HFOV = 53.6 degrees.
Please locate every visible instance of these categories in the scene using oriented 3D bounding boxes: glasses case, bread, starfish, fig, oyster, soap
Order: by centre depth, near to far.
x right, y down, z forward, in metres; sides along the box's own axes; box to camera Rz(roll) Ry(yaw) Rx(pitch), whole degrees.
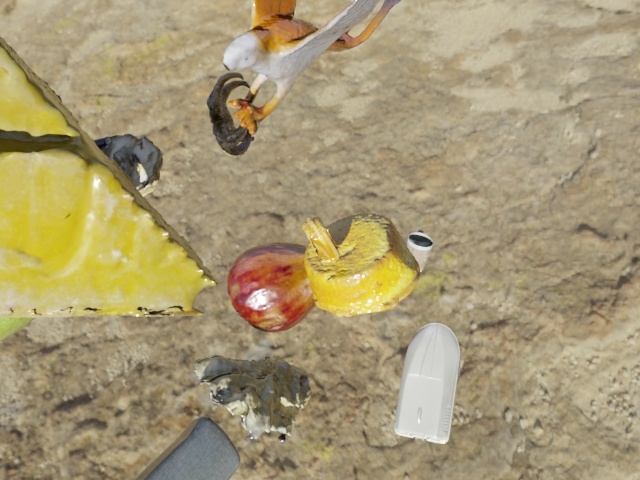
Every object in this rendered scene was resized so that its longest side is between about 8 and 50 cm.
[{"bbox_3d":[-0.236,-0.080,0.661,0.339,0.304,0.169,4,21,-38],"label":"soap"},{"bbox_3d":[-0.064,0.164,0.707,0.133,0.209,0.072,37,86,35],"label":"oyster"},{"bbox_3d":[-0.406,-0.084,1.019,0.345,0.078,0.128,-15,73,12],"label":"oyster"},{"bbox_3d":[-0.160,-0.227,1.156,0.074,0.190,0.146,-9,85,0],"label":"starfish"},{"bbox_3d":[-0.284,0.475,1.172,0.074,0.131,0.323,-26,12,45],"label":"glasses case"},{"bbox_3d":[0.000,0.000,1.283,0.044,0.110,0.083,-31,39,-4],"label":"bread"},{"bbox_3d":[0.080,0.055,1.396,0.268,0.145,0.268,-17,34,12],"label":"bread"},{"bbox_3d":[-0.102,0.112,1.585,0.263,0.224,0.224,-20,41,-22],"label":"fig"}]

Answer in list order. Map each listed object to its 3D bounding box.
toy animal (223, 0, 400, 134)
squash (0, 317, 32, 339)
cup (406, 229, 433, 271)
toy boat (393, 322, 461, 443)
[{"bbox_3d":[-0.021,-0.279,0.840,0.225,0.284,0.302,37,98,17],"label":"toy animal"},{"bbox_3d":[-0.446,0.028,0.874,0.260,0.189,0.189,-28,36,38],"label":"squash"},{"bbox_3d":[0.270,0.028,1.821,0.074,0.099,0.102,-1,37,-18],"label":"cup"},{"bbox_3d":[0.262,0.338,1.496,0.141,0.141,0.269,3,57,26],"label":"toy boat"}]
